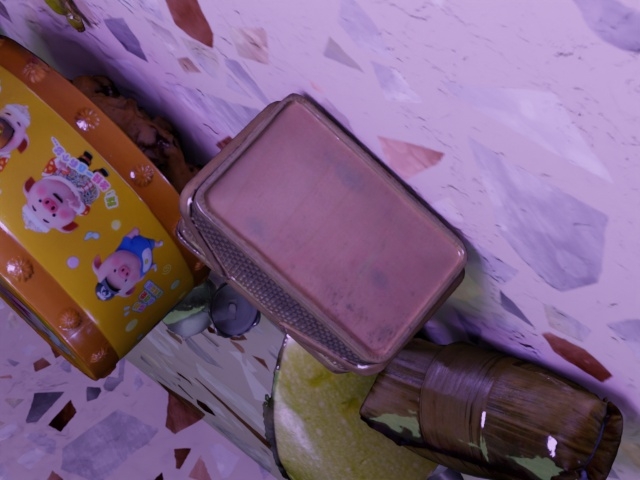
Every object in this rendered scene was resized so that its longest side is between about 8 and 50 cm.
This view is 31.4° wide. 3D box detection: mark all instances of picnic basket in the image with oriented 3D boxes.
[{"bbox_3d":[0.000,0.000,1.129,0.267,0.165,0.139,41,162,-3],"label":"picnic basket"}]

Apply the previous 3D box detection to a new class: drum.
[{"bbox_3d":[-0.348,-0.039,1.412,0.431,0.214,0.431,40,165,13],"label":"drum"}]

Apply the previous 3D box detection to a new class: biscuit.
[{"bbox_3d":[-0.233,-0.099,1.513,0.289,0.081,0.334,40,164,18],"label":"biscuit"}]

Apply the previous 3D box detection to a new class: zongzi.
[{"bbox_3d":[0.233,0.223,1.275,0.286,0.138,0.300,13,162,41],"label":"zongzi"}]

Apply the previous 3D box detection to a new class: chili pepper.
[{"bbox_3d":[-0.331,-0.316,1.279,0.049,0.043,0.208,0,148,26],"label":"chili pepper"}]

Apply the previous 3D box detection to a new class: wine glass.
[{"bbox_3d":[-0.177,0.108,1.845,0.122,0.122,0.183,49,158,-24],"label":"wine glass"}]

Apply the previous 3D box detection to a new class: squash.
[{"bbox_3d":[0.013,0.166,1.390,0.210,0.233,0.309,3,142,47],"label":"squash"}]

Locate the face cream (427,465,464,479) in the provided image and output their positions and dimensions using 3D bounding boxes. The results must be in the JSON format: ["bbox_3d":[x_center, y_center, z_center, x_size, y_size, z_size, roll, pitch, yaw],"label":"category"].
[{"bbox_3d":[0.130,0.287,1.693,0.144,0.071,0.291,17,150,52],"label":"face cream"}]
